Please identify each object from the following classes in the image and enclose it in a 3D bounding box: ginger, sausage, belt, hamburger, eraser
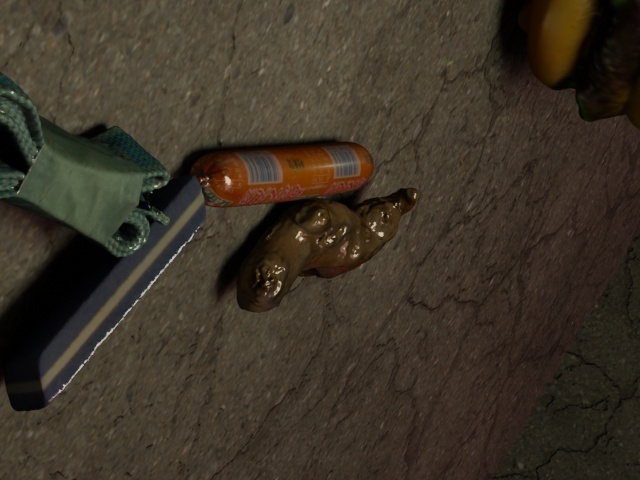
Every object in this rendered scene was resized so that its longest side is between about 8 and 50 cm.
[{"bbox_3d":[0.001,-0.001,1.519,0.122,0.084,0.290,-32,175,33],"label":"ginger"},{"bbox_3d":[-0.029,-0.064,1.391,0.348,0.053,0.053,-12,126,-64],"label":"sausage"},{"bbox_3d":[-0.188,-0.056,1.009,0.087,0.072,0.302,-62,159,0],"label":"belt"},{"bbox_3d":[0.420,-0.320,1.807,0.396,0.277,0.396,-53,161,-27],"label":"hamburger"},{"bbox_3d":[-0.171,0.039,1.157,0.225,0.036,0.082,-52,-162,-26],"label":"eraser"}]
